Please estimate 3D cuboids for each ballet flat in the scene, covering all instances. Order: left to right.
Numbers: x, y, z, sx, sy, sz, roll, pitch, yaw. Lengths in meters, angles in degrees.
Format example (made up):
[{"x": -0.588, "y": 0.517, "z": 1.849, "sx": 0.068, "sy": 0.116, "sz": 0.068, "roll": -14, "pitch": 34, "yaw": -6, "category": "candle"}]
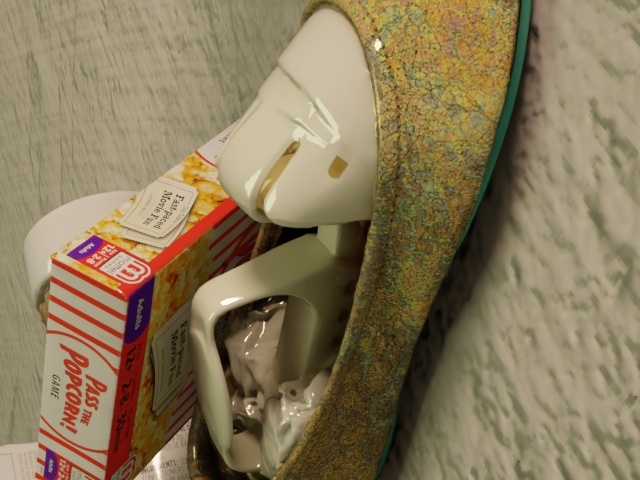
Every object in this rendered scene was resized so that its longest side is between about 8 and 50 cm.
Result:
[{"x": 0.000, "y": 0.000, "z": 0.528, "sx": 0.123, "sy": 0.123, "sz": 0.349, "roll": 56, "pitch": 142, "yaw": 45, "category": "ballet flat"}]

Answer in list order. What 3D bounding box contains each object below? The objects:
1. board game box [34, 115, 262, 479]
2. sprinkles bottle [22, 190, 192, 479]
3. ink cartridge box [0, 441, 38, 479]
[{"x": -0.071, "y": 0.028, "z": 0.609, "sx": 0.045, "sy": 0.193, "sz": 0.147, "roll": 26, "pitch": 128, "yaw": 15, "category": "board game box"}, {"x": -0.109, "y": 0.142, "z": 0.778, "sx": 0.121, "sy": 0.121, "sz": 0.355, "roll": -58, "pitch": 45, "yaw": 52, "category": "sprinkles bottle"}, {"x": -0.173, "y": 0.230, "z": 0.796, "sx": 0.066, "sy": 0.232, "sz": 0.189, "roll": -54, "pitch": 47, "yaw": 50, "category": "ink cartridge box"}]
